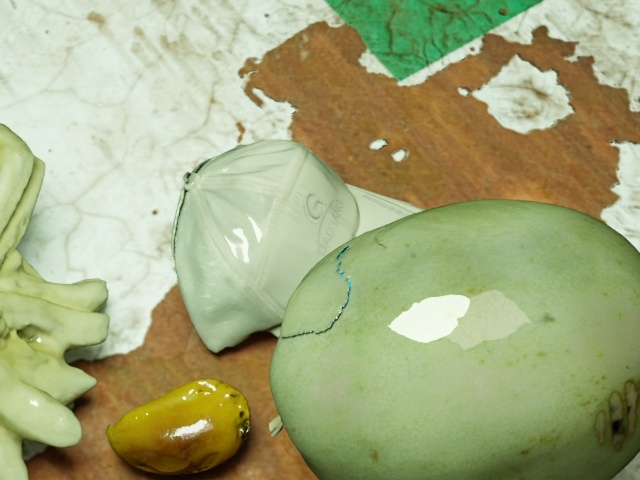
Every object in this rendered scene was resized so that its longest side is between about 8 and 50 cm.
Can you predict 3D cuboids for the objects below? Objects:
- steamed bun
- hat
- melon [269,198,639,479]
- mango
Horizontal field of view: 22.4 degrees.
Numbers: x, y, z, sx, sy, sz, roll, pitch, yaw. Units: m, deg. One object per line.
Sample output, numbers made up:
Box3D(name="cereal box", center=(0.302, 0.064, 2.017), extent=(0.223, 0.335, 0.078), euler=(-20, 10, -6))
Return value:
Box3D(name="steamed bun", center=(-0.324, 0.094, 1.415), extent=(0.247, 0.189, 0.428), euler=(-1, 50, 39))
Box3D(name="hat", center=(0.000, 0.000, 1.458), extent=(0.226, 0.164, 0.219), euler=(3, 55, 29))
Box3D(name="melon", center=(0.114, 0.103, 1.302), extent=(0.330, 0.268, 0.268), euler=(-13, 57, 5))
Box3D(name="mango", center=(-0.121, 0.166, 1.400), extent=(0.127, 0.063, 0.077), euler=(-15, 62, 1))
